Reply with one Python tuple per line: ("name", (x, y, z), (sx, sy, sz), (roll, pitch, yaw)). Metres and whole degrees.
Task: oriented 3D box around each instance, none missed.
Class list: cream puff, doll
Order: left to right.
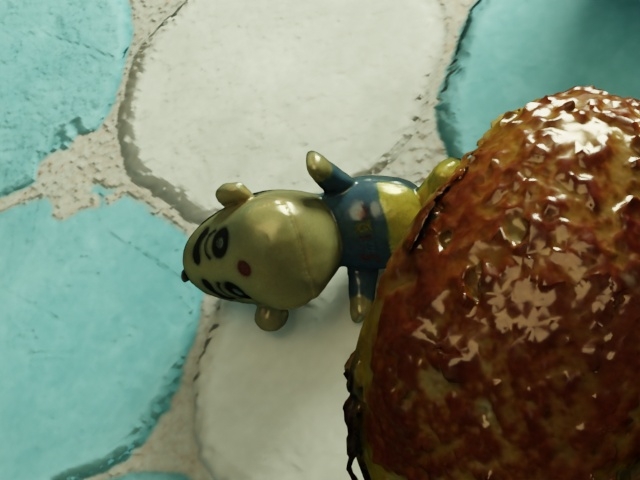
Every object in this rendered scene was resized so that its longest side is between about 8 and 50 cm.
("doll", (0.000, 0.000, 0.881), (0.179, 0.102, 0.089), (-14, 11, 21))
("cream puff", (0.120, 0.056, 0.695), (0.164, 0.240, 0.240), (35, 78, 30))
